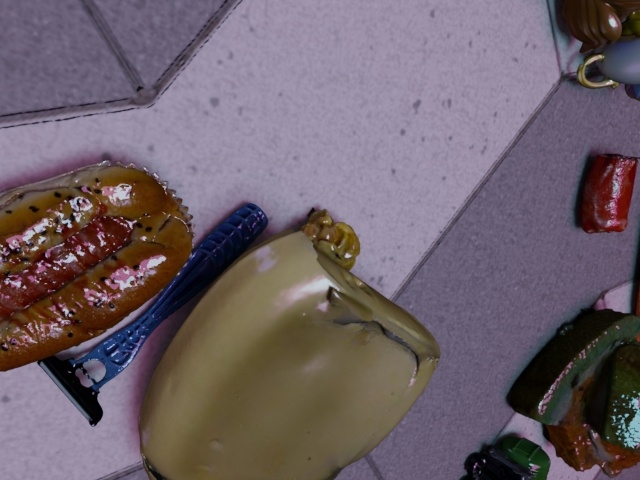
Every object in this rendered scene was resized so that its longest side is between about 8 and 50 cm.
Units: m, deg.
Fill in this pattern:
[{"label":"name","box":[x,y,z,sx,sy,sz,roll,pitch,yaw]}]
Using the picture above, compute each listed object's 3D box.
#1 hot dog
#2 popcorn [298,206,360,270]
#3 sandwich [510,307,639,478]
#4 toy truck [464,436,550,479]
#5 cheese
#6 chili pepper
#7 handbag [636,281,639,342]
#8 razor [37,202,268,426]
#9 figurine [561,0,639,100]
[{"label":"hot dog","box":[-0.235,0.029,0.396,0.268,0.075,0.144,-30,114,-19]},{"label":"popcorn","box":[0.000,0.000,0.524,0.084,0.084,0.084,-8,109,-25]},{"label":"sandwich","box":[0.474,0.293,0.795,0.250,0.162,0.301,-33,115,-10]},{"label":"toy truck","box":[0.300,0.450,0.792,0.125,0.101,0.242,10,98,-41]},{"label":"cheese","box":[-0.046,0.156,0.487,0.259,0.128,0.316,36,101,-23]},{"label":"chili pepper","box":[0.433,-0.068,0.716,0.070,0.073,0.123,9,102,14]},{"label":"handbag","box":[0.716,0.011,0.863,0.304,0.116,0.410,-17,113,-25]},{"label":"razor","box":[-0.150,0.056,0.470,0.082,0.042,0.253,43,80,6]},{"label":"figurine","box":[0.383,-0.297,0.578,0.189,0.142,0.263,-40,122,16]}]
